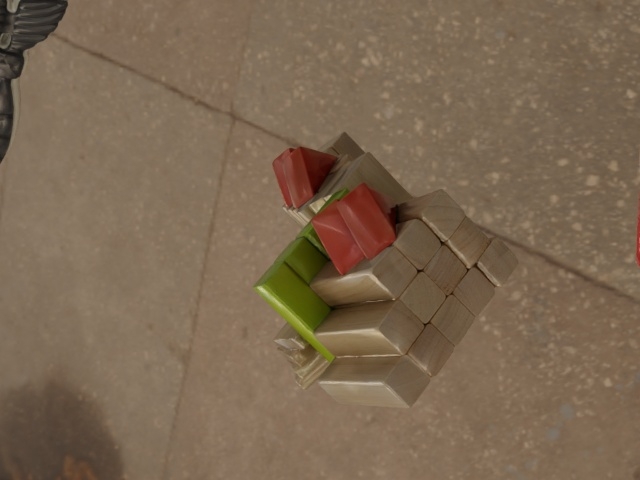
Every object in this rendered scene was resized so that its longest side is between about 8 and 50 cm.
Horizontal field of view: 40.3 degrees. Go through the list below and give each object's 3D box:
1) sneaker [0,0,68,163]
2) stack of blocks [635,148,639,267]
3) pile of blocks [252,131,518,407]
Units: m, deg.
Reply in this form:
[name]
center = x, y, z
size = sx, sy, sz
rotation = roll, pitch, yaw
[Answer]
[sneaker]
center = -0.229, -0.165, 0.563
size = 0.275, 0.107, 0.110
rotation = -52, 41, 36
[stack of blocks]
center = 0.178, -0.004, 0.200
size = 0.297, 0.087, 0.171
rotation = -103, 5, -63
[pile of blocks]
center = 0.000, 0.000, 0.601
size = 0.149, 0.362, 0.112
rotation = -44, 102, 2
